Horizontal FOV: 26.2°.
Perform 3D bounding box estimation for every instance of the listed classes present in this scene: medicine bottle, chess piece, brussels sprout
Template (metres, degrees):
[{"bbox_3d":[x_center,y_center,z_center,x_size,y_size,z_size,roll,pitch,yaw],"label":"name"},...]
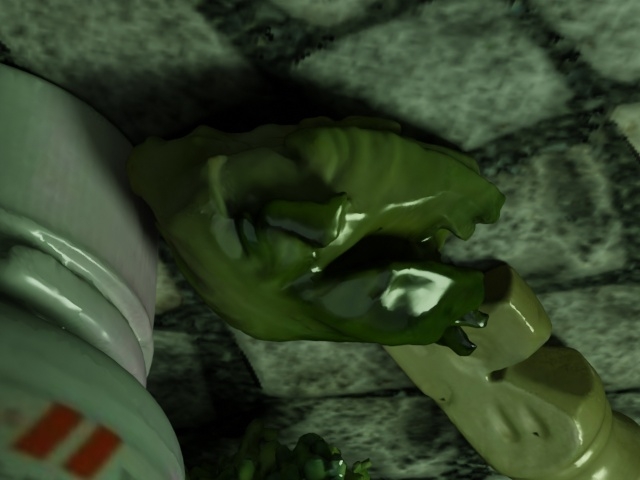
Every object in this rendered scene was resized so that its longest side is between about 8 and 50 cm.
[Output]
[{"bbox_3d":[-0.182,0.105,0.574,0.256,0.325,0.256,1,142,1],"label":"medicine bottle"},{"bbox_3d":[0.115,0.092,0.766,0.090,0.090,0.200,-24,125,29],"label":"chess piece"},{"bbox_3d":[-0.001,0.003,0.632,0.181,0.100,0.139,7,162,-37],"label":"brussels sprout"}]

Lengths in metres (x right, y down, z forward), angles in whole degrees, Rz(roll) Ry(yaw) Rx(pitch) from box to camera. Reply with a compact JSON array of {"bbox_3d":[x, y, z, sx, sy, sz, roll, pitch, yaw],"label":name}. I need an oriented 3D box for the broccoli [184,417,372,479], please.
[{"bbox_3d":[-0.065,0.280,0.852,0.277,0.338,0.317,21,171,20],"label":"broccoli"}]
